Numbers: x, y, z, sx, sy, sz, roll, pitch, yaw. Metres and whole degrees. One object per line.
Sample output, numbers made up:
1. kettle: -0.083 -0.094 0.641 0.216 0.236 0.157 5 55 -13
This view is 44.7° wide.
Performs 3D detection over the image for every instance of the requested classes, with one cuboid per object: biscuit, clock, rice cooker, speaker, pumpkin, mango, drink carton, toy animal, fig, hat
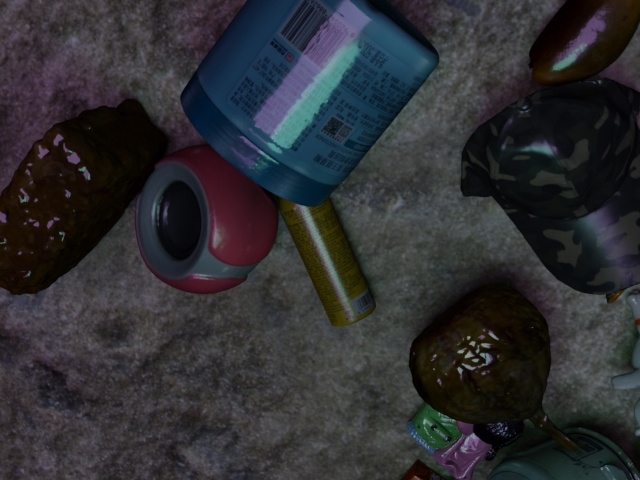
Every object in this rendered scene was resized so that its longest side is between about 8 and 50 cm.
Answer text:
1. biscuit: -0.495 -0.081 1.542 0.166 0.343 0.395 41 113 -6
2. clock: 0.307 0.387 1.640 0.194 0.100 0.195 43 109 -2
3. rice cooker: 0.489 0.518 1.535 0.316 0.316 0.264 -37 63 20
4. speaker: -0.229 -0.036 1.533 0.294 0.294 0.295 4 108 11
5. pumpkin: 0.582 0.085 1.515 0.083 0.050 0.028 -43 60 9
6. mango: 0.478 -0.374 1.354 0.133 0.111 0.267 46 113 12
7. drink carton: 0.275 0.595 1.727 0.222 0.071 0.096 35 111 1
8. toy animal: 0.648 0.245 1.488 0.140 0.283 0.138 10 140 -19
9. fig: 0.360 0.264 1.474 0.368 0.286 0.286 42 111 5
10. hat: 0.470 -0.080 1.410 0.366 0.257 0.382 -34 78 22

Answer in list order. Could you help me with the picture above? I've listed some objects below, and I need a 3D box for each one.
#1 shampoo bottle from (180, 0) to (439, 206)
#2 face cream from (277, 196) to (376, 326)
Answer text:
1. shampoo bottle: -0.016 -0.292 1.371 0.331 0.331 0.343 40 111 -2
2. face cream: 0.000 0.000 1.580 0.104 0.105 0.349 -21 102 17
